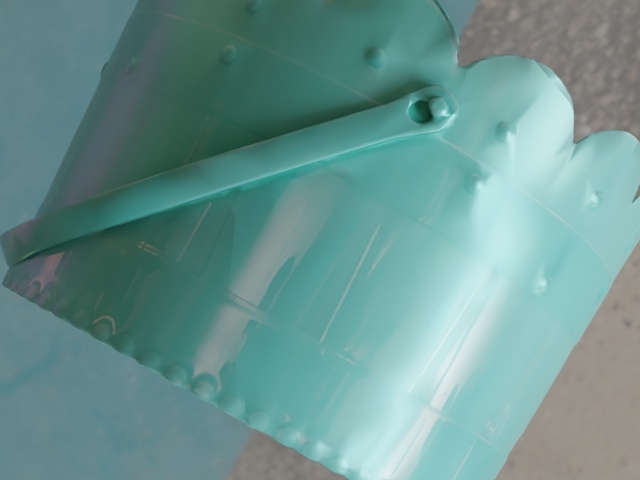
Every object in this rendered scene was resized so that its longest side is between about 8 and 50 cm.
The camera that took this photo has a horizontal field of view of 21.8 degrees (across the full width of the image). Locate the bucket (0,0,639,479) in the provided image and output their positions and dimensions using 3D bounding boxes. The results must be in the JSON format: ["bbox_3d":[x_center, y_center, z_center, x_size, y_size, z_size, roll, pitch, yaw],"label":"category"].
[{"bbox_3d":[0.000,0.000,0.768,0.281,0.281,0.183,27,82,18],"label":"bucket"}]
